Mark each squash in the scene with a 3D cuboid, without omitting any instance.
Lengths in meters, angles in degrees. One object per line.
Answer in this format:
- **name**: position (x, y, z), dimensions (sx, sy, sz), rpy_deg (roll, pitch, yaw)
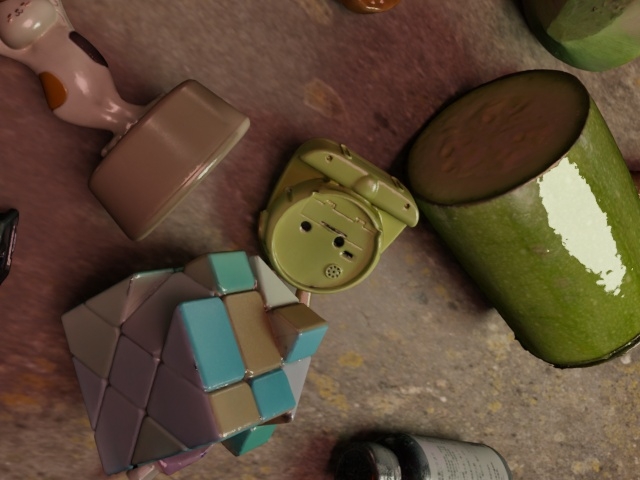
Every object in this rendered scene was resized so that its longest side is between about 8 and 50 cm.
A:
- **squash**: position (0.321, -0.020, 0.904), dimensions (0.263, 0.263, 0.384), rpy_deg (-48, 123, -11)

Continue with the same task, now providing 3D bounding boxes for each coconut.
- **coconut**: position (0.395, -0.350, 0.888), dimensions (0.236, 0.236, 0.204), rpy_deg (-39, 155, -16)

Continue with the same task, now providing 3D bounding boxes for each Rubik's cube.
- **Rubik's cube**: position (-0.133, 0.134, 0.696), dimensions (0.213, 0.265, 0.224), rpy_deg (-6, 74, -58)

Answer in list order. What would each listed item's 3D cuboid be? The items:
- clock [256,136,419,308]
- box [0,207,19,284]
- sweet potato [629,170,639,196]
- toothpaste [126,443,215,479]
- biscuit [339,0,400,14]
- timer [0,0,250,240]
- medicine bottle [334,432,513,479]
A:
- **clock**: position (0.000, 0.000, 0.798), dimensions (0.170, 0.069, 0.232), rpy_deg (29, 110, -17)
- **box**: position (-0.334, 0.007, 0.615), dimensions (0.054, 0.099, 0.074), rpy_deg (9, 99, -18)
- **sweet potato**: position (0.565, -0.089, 1.131), dimensions (0.385, 0.109, 0.109), rpy_deg (16, 95, -23)
- **toothpaste**: position (-0.122, 0.212, 0.832), dimensions (0.301, 0.048, 0.075), rpy_deg (-38, 116, -19)
- **biscuit**: position (0.000, -0.436, 0.712), dimensions (0.312, 0.057, 0.351), rpy_deg (-17, 111, -26)
- **timer**: position (-0.223, -0.148, 0.627), dimensions (0.266, 0.175, 0.175), rpy_deg (44, 79, -14)
- **medicine bottle**: position (0.163, 0.380, 0.994), dimensions (0.293, 0.141, 0.141), rpy_deg (20, 93, -34)
